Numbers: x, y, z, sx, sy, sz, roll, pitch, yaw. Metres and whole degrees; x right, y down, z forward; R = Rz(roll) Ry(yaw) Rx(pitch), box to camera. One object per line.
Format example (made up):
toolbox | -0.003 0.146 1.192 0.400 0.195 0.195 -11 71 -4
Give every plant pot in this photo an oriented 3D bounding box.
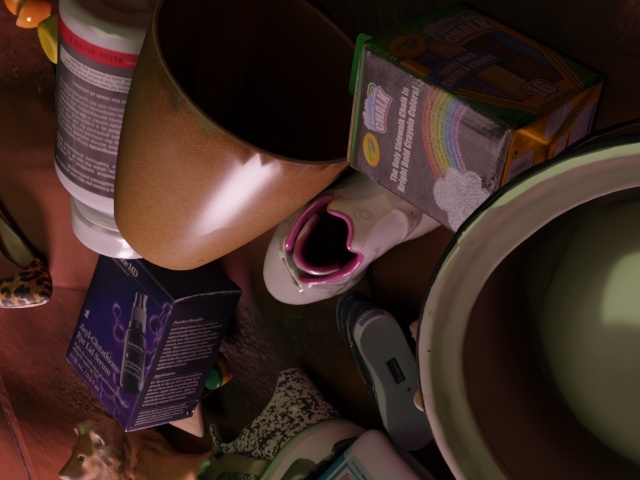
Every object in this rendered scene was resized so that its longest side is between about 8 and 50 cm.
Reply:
plant pot | -0.104 -0.091 1.310 0.237 0.237 0.254 52 133 13

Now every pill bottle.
pill bottle | -0.205 -0.139 1.477 0.176 0.176 0.318 37 136 29
pill bottle | 0.016 0.341 1.435 0.146 0.264 0.146 44 -177 -3

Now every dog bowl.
dog bowl | 0.286 0.083 0.980 0.408 0.150 0.408 12 122 20

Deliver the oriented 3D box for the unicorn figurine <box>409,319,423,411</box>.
unicorn figurine | 0.132 0.119 1.318 0.111 0.162 0.060 8 116 15

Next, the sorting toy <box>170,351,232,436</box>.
sorting toy | -0.201 0.175 1.773 0.274 0.046 0.132 15 123 43

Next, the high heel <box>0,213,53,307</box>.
high heel | -0.477 -0.006 1.936 0.261 0.093 0.186 23 135 51

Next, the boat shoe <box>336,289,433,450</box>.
boat shoe | 0.073 0.136 1.429 0.083 0.065 0.183 49 163 60

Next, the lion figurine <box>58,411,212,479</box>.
lion figurine | -0.175 0.340 1.799 0.392 0.142 0.240 -10 97 37

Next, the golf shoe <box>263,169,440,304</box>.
golf shoe | 0.000 0.000 1.359 0.115 0.140 0.306 56 144 5

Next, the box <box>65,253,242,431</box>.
box | -0.207 0.103 1.633 0.153 0.108 0.207 42 123 35

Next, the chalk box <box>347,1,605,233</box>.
chalk box | 0.114 -0.114 1.164 0.213 0.132 0.132 36 137 31

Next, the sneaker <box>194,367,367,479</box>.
sneaker | -0.095 0.312 1.616 0.410 0.158 0.182 -46 51 22

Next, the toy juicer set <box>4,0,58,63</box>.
toy juicer set | -0.345 -0.385 1.572 0.209 0.089 0.329 37 146 48
